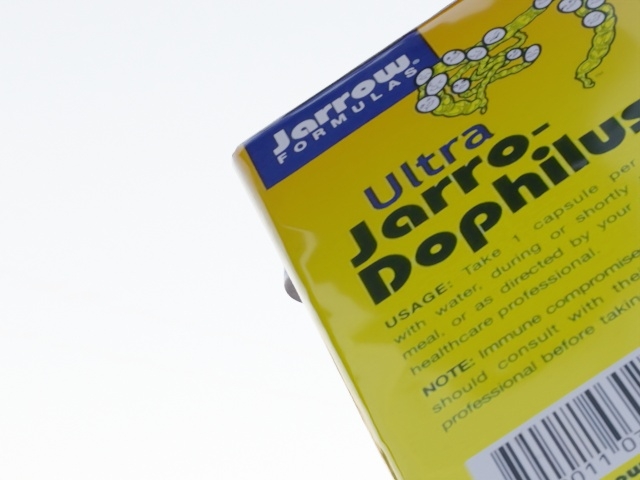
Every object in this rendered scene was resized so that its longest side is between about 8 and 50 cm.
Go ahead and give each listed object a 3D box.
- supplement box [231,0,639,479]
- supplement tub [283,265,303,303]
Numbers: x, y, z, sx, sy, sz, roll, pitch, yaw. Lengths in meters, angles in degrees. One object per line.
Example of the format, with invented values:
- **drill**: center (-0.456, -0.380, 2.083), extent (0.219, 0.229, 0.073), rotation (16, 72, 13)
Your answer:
- **supplement box**: center (0.129, 0.058, 0.782), extent (0.195, 0.356, 0.194), rotation (-33, -55, 3)
- **supplement tub**: center (0.000, 0.000, 1.812), extent (0.071, 0.107, 0.071), rotation (0, -31, 0)
